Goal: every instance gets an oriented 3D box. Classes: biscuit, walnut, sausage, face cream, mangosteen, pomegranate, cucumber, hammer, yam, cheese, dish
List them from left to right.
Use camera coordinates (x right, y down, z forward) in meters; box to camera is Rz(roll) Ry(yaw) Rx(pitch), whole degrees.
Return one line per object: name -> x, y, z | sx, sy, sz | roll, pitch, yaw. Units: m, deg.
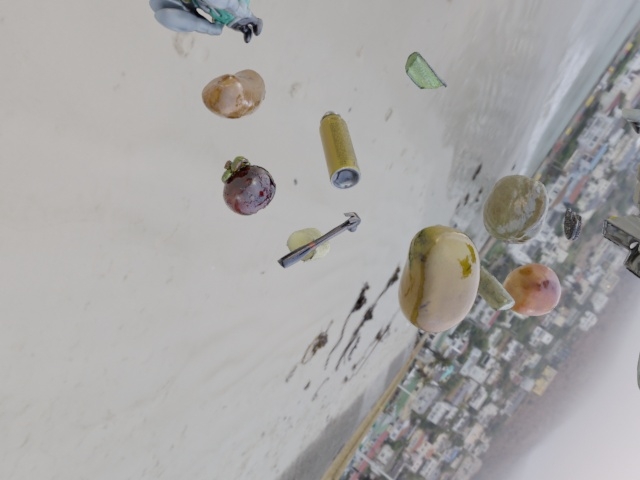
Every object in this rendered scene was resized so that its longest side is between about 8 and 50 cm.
sausage -> -0.192, -0.331, 1.159 | 0.108, 0.109, 0.270 | -62, -177, 20
mangosteen -> -0.228, -0.168, 1.547 | 0.166, 0.180, 0.166 | -32, -168, 8
cheese -> -0.038, 0.012, 1.789 | 0.093, 0.123, 0.167 | -54, 168, 15
hammer -> 0.000, 0.000, 1.552 | 0.290, 0.037, 0.137 | -30, 165, -14
face cream -> 0.058, -0.331, 1.764 | 0.105, 0.105, 0.348 | 106, -20, -47
cucumber -> 0.315, -0.508, 1.562 | 0.070, 0.046, 0.220 | -38, 150, 23
yam -> 0.494, 0.087, 1.694 | 0.083, 0.371, 0.083 | -22, 143, -18
walnut -> 0.748, -0.123, 1.949 | 0.227, 0.283, 0.282 | 35, 89, -32
pomegranate -> 0.788, 0.185, 1.906 | 0.209, 0.209, 0.209 | -50, 163, -21
biscuit -> 0.614, -0.043, 1.241 | 0.087, 0.027, 0.089 | 65, 32, -65
dish -> 1.077, -0.395, 1.705 | 0.141, 0.141, 0.077 | -26, 126, -61

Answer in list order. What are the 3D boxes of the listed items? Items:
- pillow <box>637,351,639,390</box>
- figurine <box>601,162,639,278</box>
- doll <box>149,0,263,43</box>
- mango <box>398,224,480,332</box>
pillow -> 0.796, 0.211, 1.119 | 0.283, 0.138, 0.309 | -43, 143, -50
figurine -> 0.859, -0.051, 1.247 | 0.308, 0.309, 0.143 | -58, -157, 9
doll -> -0.239, -0.525, 1.095 | 0.195, 0.259, 0.153 | 129, -31, -55
mango -> 0.294, 0.092, 1.269 | 0.212, 0.173, 0.317 | -18, 131, -13
